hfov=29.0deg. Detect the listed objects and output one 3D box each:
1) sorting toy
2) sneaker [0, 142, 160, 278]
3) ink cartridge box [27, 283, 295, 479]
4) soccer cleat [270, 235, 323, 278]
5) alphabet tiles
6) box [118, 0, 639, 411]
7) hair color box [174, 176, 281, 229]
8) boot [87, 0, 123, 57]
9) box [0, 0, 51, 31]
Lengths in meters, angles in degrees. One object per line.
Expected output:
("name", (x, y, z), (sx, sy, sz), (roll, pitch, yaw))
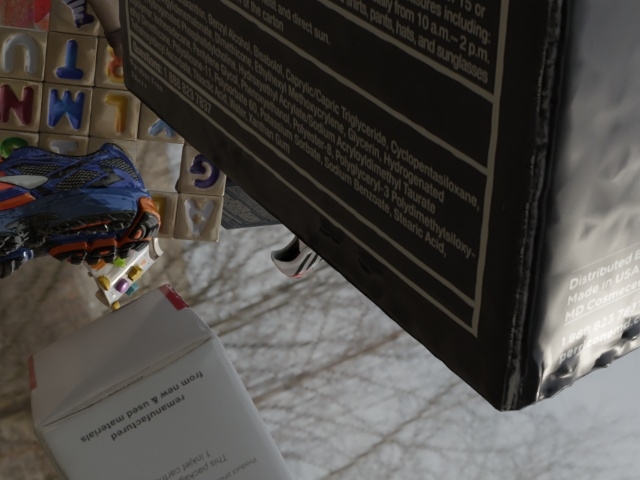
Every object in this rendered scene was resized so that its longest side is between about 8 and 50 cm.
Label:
("sorting toy", (-0.183, 0.022, 1.174), (0.045, 0.075, 0.083), (42, -19, 27))
("sneaker", (-0.235, -0.024, 0.927), (0.083, 0.221, 0.087), (107, -27, -53))
("ink cartridge box", (-0.077, 0.202, 0.865), (0.306, 0.131, 0.226), (62, -11, -13))
("soccer cleat", (0.000, 0.000, 0.943), (0.035, 0.083, 0.029), (37, 28, -50))
("alphabet tiles", (-0.182, -0.102, 0.981), (0.009, 0.237, 0.198), (-156, -109, -64))
("box", (0.053, -0.154, 0.467), (0.296, 0.183, 0.294), (40, -37, 43))
("hair color box", (-0.012, -0.119, 1.487), (0.105, 0.174, 0.347), (38, -27, -33))
("boot", (-0.153, -0.174, 0.890), (0.042, 0.118, 0.087), (-2, -67, 29))
("box", (-0.258, -0.193, 1.224), (0.300, 0.142, 0.154), (15, -74, 60))
